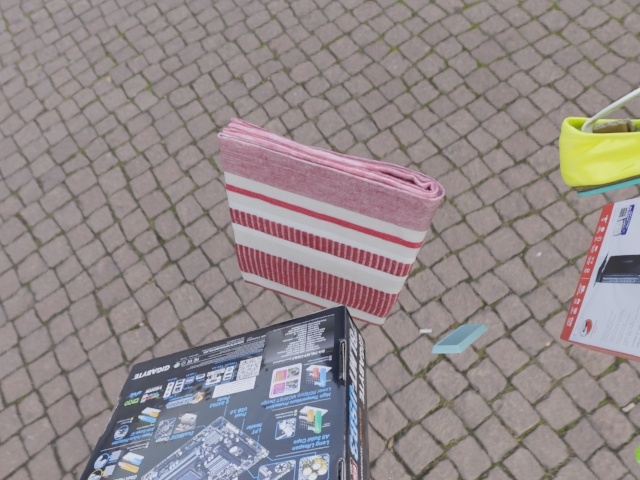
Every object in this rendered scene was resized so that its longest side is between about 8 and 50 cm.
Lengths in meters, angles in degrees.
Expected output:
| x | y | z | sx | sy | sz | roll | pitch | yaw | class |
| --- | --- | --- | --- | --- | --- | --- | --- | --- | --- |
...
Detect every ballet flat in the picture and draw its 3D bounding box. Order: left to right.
| x | y | z | sx | sy | sz | roll | pitch | yaw | class |
| --- | --- | --- | --- | --- | --- | --- | --- | --- | --- |
| 0.275 | -0.085 | 0.350 | 0.077 | 0.230 | 0.077 | -22 | 98 | -36 | ballet flat |

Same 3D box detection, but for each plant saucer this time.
| x | y | z | sx | sy | sz | roll | pitch | yaw | class |
| --- | --- | --- | --- | --- | --- | --- | --- | --- | --- |
| 0.314 | 0.218 | 1.136 | 0.067 | 0.192 | 0.018 | -11 | 91 | 36 | plant saucer |

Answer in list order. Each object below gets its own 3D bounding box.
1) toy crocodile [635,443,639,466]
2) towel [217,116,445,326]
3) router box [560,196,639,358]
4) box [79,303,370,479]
| x | y | z | sx | sy | sz | roll | pitch | yaw | class |
| --- | --- | --- | --- | --- | --- | --- | --- | --- | --- |
| 0.705 | 0.533 | 1.045 | 0.105 | 0.115 | 0.341 | 27 | 80 | 11 | toy crocodile |
| 0.000 | 0.000 | 0.641 | 0.236 | 0.329 | 0.037 | 19 | 59 | 7 | towel |
| 0.650 | 0.073 | 1.028 | 0.082 | 0.301 | 0.336 | 21 | 85 | -1 | router box |
| -0.099 | 0.218 | 0.495 | 0.295 | 0.073 | 0.293 | -18 | 33 | 15 | box |
